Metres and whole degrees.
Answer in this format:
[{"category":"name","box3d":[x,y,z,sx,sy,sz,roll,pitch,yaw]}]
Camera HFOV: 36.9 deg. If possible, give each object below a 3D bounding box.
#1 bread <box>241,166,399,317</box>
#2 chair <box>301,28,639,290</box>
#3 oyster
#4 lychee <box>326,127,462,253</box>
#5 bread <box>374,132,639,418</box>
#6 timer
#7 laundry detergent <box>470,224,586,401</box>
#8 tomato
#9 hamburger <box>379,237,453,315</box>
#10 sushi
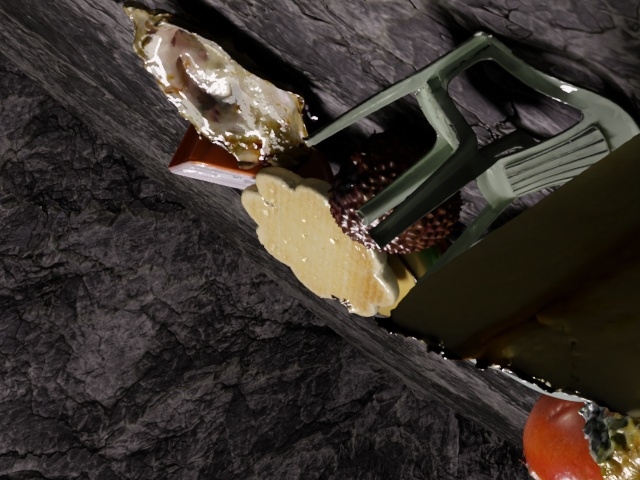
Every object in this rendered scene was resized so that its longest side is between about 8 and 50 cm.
[{"category":"bread","box3d":[0.000,0.000,1.565,0.316,0.054,0.316,34,153,20]},{"category":"chair","box3d":[0.162,-0.081,0.989,0.191,0.274,0.203,57,-174,35]},{"category":"oyster","box3d":[-0.154,-0.237,1.483,0.361,0.096,0.221,32,139,-5]},{"category":"lychee","box3d":[0.104,-0.063,1.311,0.188,0.188,0.188,34,170,7]},{"category":"bread","box3d":[0.316,0.072,0.811,0.242,0.405,0.346,51,177,-24]},{"category":"timer","box3d":[-0.112,-0.145,1.707,0.250,0.161,0.257,28,172,-17]},{"category":"laundry detergent","box3d":[0.278,0.102,1.439,0.264,0.124,0.398,62,160,-8]},{"category":"tomato","box3d":[0.524,0.355,1.625,0.341,0.273,0.341,37,-173,-5]},{"category":"hamburger","box3d":[0.131,0.014,1.620,0.237,0.149,0.237,34,150,23]},{"category":"sushi","box3d":[0.470,0.257,1.356,0.139,0.274,0.184,28,-160,-10]}]
